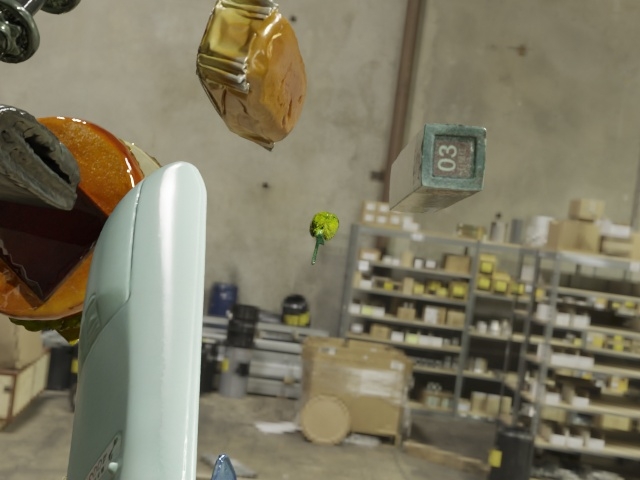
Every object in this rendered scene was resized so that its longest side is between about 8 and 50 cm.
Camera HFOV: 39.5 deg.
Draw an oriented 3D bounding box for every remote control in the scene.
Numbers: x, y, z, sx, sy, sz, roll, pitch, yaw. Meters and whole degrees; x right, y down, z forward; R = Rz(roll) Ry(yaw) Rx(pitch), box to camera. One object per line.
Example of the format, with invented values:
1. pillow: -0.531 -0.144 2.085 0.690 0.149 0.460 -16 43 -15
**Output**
1. remote control: -0.099 0.056 0.464 0.051 0.103 0.293 24 25 -21

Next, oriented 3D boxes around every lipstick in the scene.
1. lipstick: 0.147 -0.087 1.199 0.076 0.080 0.371 3 -3 -1

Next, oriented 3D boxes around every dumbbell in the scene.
1. dumbbell: -0.326 -0.263 0.993 0.081 0.082 0.254 7 44 10

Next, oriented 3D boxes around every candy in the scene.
1. candy: 0.000 0.000 1.044 0.035 0.035 0.123 19 24 -2

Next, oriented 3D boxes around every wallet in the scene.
1. wallet: -0.428 -0.105 0.765 0.406 0.062 0.228 12 -9 2

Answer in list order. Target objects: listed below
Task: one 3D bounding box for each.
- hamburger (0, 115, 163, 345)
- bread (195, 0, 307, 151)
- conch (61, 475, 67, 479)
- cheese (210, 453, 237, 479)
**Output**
1. hamburger: -0.320 -0.018 1.166 0.291 0.291 0.225 7 -9 9
2. bread: -0.089 -0.233 1.262 0.107 0.136 0.241 15 -15 14
3. conch: -0.235 0.343 1.051 0.207 0.130 0.155 21 13 20
4. cheese: -0.076 0.342 0.928 0.083 0.204 0.320 1 -44 17
